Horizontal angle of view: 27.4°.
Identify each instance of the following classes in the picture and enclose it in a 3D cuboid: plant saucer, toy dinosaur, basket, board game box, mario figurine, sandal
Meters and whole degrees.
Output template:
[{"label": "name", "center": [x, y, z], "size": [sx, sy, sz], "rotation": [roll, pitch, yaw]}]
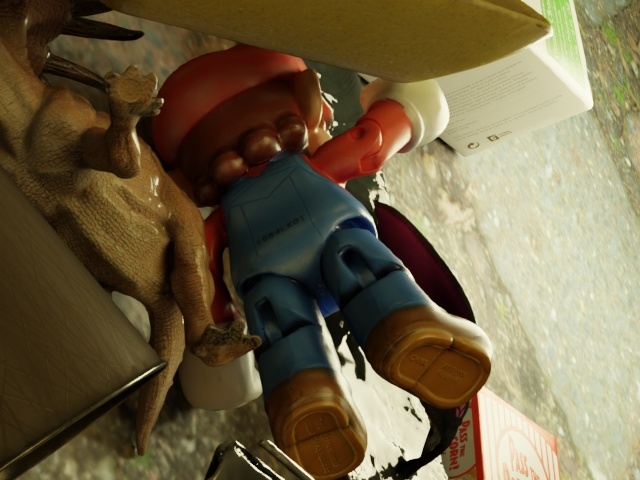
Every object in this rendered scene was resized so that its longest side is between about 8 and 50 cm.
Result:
[{"label": "plant saucer", "center": [-0.072, -0.202, 0.804], "size": [0.333, 0.081, 0.333], "rotation": [7, 30, -44]}, {"label": "toy dinosaur", "center": [-0.125, -0.031, 0.734], "size": [0.200, 0.127, 0.295], "rotation": [-114, 180, -60]}, {"label": "basket", "center": [-0.192, 0.005, 0.530], "size": [0.227, 0.154, 0.204], "rotation": [55, 11, 3]}, {"label": "board game box", "center": [0.153, 0.232, 1.084], "size": [0.147, 0.045, 0.193], "rotation": [36, 42, -44]}, {"label": "mario figurine", "center": [0.000, 0.000, 0.836], "size": [0.198, 0.170, 0.320], "rotation": [-7, 45, -18]}, {"label": "sandal", "center": [0.038, 0.023, 0.969], "size": [0.167, 0.107, 0.446], "rotation": [12, 61, -56]}]

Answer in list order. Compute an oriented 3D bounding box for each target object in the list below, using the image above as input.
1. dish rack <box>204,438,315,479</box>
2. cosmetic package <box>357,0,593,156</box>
[{"label": "dish rack", "center": [0.003, 0.194, 0.454], "size": [0.271, 0.074, 0.208], "rotation": [51, 53, -53]}, {"label": "cosmetic package", "center": [0.091, -0.245, 1.192], "size": [0.365, 0.155, 0.197], "rotation": [30, 48, -50]}]
